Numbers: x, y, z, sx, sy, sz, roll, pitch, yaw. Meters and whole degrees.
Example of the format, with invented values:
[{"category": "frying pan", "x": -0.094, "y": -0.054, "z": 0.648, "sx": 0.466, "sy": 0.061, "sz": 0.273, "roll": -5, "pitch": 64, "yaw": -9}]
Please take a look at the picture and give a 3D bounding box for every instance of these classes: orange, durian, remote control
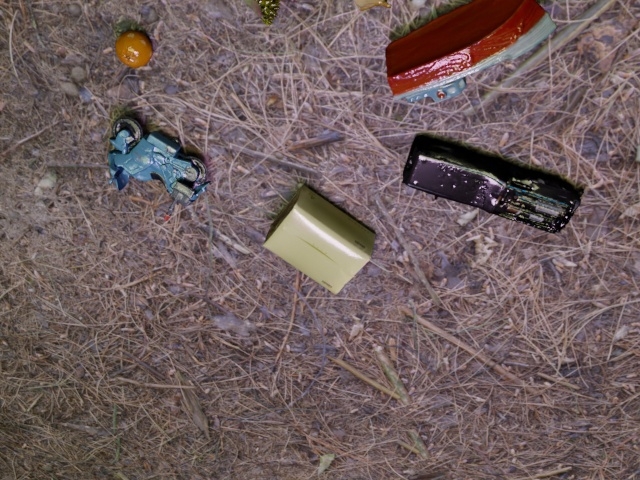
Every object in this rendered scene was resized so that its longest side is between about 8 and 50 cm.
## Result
[{"category": "orange", "x": -0.422, "y": -0.433, "z": 1.518, "sx": 0.083, "sy": 0.070, "sz": 0.083, "roll": 8, "pitch": 130, "yaw": 9}, {"category": "durian", "x": -0.122, "y": -0.505, "z": 1.325, "sx": 0.095, "sy": 0.221, "sz": 0.137, "roll": -42, "pitch": 120, "yaw": 12}, {"category": "remote control", "x": 0.385, "y": -0.118, "z": 1.531, "sx": 0.398, "sy": 0.062, "sz": 0.145, "roll": 17, "pitch": 127, "yaw": 2}]

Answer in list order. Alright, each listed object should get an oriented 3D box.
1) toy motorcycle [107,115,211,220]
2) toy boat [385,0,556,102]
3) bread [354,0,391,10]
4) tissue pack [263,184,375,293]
[{"category": "toy motorcycle", "x": -0.413, "y": -0.174, "z": 1.666, "sx": 0.272, "sy": 0.124, "sz": 0.182, "roll": 31, "pitch": 115, "yaw": -7}, {"category": "toy boat", "x": 0.297, "y": -0.374, "z": 1.337, "sx": 0.331, "sy": 0.145, "sz": 0.133, "roll": -19, "pitch": 140, "yaw": 27}, {"category": "bread", "x": 0.192, "y": -0.567, "z": 1.192, "sx": 0.375, "sy": 0.165, "sz": 0.236, "roll": -16, "pitch": 146, "yaw": 22}, {"category": "tissue pack", "x": 0.000, "y": 0.000, "z": 1.672, "sx": 0.234, "sy": 0.125, "sz": 0.159, "roll": 35, "pitch": 125, "yaw": -11}]
